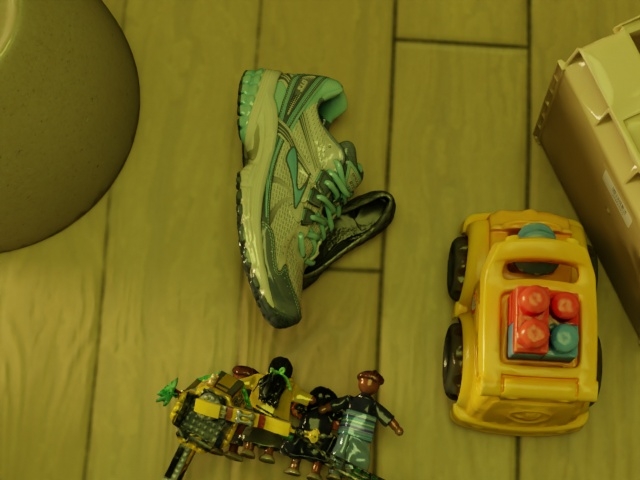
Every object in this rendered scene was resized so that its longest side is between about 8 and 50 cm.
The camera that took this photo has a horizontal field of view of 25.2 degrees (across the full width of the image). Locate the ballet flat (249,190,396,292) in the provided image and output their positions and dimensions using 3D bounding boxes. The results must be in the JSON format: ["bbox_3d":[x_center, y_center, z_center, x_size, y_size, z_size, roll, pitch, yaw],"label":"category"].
[{"bbox_3d":[0.000,0.000,1.435,0.173,0.049,0.057,-35,78,-10],"label":"ballet flat"}]

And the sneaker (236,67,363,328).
[{"bbox_3d":[-0.019,-0.051,1.393,0.122,0.110,0.283,-3,63,3],"label":"sneaker"}]

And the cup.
[{"bbox_3d":[-0.351,-0.175,1.378,0.331,0.237,0.331,0,74,-1],"label":"cup"}]

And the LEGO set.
[{"bbox_3d":[-0.047,0.279,1.252,0.331,0.192,0.255,36,101,2],"label":"LEGO set"}]

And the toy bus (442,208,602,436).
[{"bbox_3d":[0.198,0.060,1.342,0.149,0.211,0.220,3,73,1],"label":"toy bus"}]

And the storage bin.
[{"bbox_3d":[0.322,-0.051,1.352,0.123,0.260,0.262,-23,77,-3],"label":"storage bin"}]

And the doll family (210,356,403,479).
[{"bbox_3d":[-0.018,0.167,1.381,0.193,0.076,0.111,17,71,-2],"label":"doll family"}]
